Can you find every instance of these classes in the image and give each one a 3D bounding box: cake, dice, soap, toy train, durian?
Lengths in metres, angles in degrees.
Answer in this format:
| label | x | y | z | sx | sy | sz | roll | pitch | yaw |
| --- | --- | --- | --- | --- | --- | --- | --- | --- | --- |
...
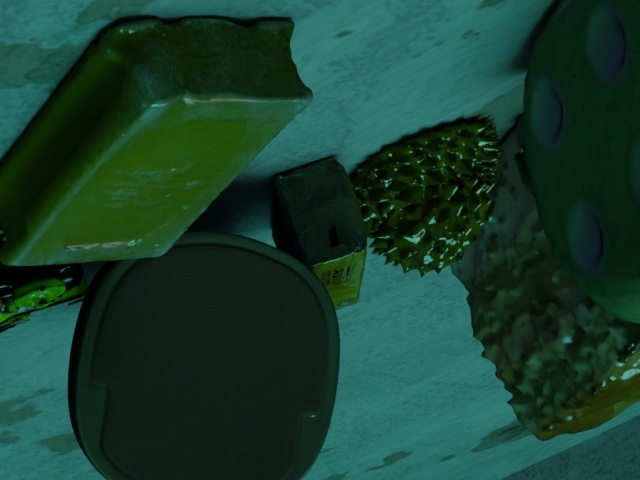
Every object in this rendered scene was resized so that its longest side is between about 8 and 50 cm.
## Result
| label | x | y | z | sx | sy | sz | roll | pitch | yaw |
| --- | --- | --- | --- | --- | --- | --- | --- | --- | --- |
| cake | 0.338 | 0.031 | 2.181 | 0.293 | 0.307 | 0.314 | -12 | 159 | -30 |
| dice | 0.402 | -0.116 | 1.826 | 0.318 | 0.330 | 0.322 | -6 | 157 | -22 |
| soap | -0.163 | -0.085 | 1.710 | 0.199 | 0.091 | 0.315 | -5 | 156 | -39 |
| toy train | -0.376 | 0.055 | 1.861 | 0.296 | 0.100 | 0.160 | -16 | 167 | -13 |
| durian | 0.112 | -0.052 | 2.067 | 0.182 | 0.165 | 0.132 | -3 | -152 | 20 |

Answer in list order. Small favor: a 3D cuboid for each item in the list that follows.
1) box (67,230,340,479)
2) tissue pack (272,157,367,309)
| label | x | y | z | sx | sy | sz | roll | pitch | yaw |
| --- | --- | --- | --- | --- | --- | --- | --- | --- | --- |
| box | -0.139 | 0.137 | 1.984 | 0.301 | 0.301 | 0.216 | -14 | -178 | -16 |
| tissue pack | 0.000 | 0.000 | 2.040 | 0.082 | 0.120 | 0.169 | -16 | 159 | -9 |
